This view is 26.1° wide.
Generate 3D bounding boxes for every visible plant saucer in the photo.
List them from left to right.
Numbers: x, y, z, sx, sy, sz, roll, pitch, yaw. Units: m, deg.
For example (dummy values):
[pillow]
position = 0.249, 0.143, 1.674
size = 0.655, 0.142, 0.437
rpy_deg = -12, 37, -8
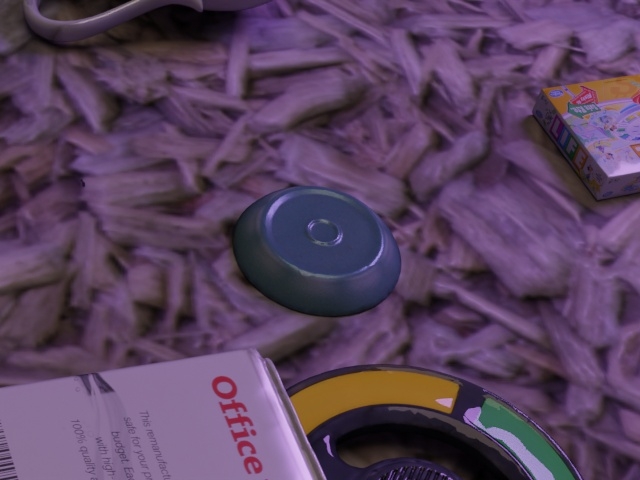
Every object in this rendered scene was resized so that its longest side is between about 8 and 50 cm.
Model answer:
[plant saucer]
position = 0.000, 0.000, 0.948
size = 0.119, 0.021, 0.119
rpy_deg = 8, 46, -8

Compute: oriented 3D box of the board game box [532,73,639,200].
[board game box]
position = 0.261, -0.088, 1.101
size = 0.154, 0.026, 0.103
rpy_deg = -11, 51, -25

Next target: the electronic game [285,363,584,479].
[electronic game]
position = 0.054, 0.164, 0.785
size = 0.229, 0.048, 0.229
rpy_deg = 8, 45, -8

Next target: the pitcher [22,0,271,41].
[pitcher]
position = -0.122, -0.225, 1.078
size = 0.207, 0.125, 0.178
rpy_deg = 5, 66, 4

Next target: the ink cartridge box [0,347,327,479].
[ink cartridge box]
position = -0.107, 0.149, 0.653
size = 0.217, 0.092, 0.159
rpy_deg = -8, 51, -25
